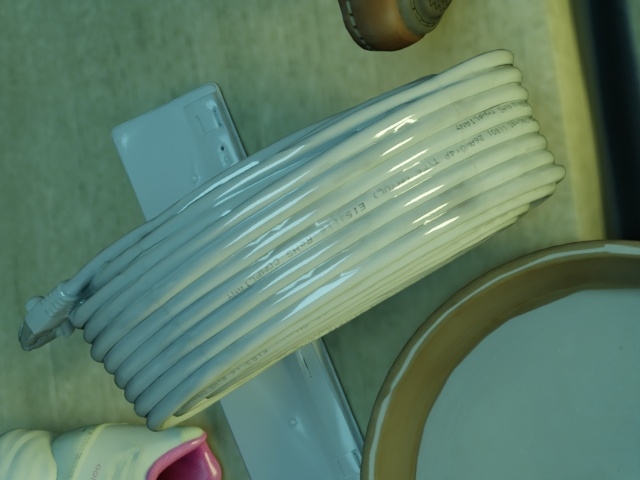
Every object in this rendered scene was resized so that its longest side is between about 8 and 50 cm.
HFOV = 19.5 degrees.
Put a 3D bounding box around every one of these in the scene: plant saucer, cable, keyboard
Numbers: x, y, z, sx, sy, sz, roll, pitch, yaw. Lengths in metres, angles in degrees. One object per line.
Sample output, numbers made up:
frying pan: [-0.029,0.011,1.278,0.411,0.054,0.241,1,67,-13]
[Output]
plant saucer: [0.159,0.138,1.008,0.278,0.041,0.278,0,90,16]
cable: [0.000,0.000,0.936,0.257,0.257,0.089,-34,84,48]
keyboard: [-0.045,0.039,1.080,0.072,0.014,0.256,-24,84,20]

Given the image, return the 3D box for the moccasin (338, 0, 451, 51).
moccasin: [-0.033,-0.272,1.003,0.147,0.139,0.380,-25,84,16]

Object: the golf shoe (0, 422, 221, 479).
golf shoe: [-0.104,0.222,0.997,0.140,0.115,0.306,-13,54,3]
